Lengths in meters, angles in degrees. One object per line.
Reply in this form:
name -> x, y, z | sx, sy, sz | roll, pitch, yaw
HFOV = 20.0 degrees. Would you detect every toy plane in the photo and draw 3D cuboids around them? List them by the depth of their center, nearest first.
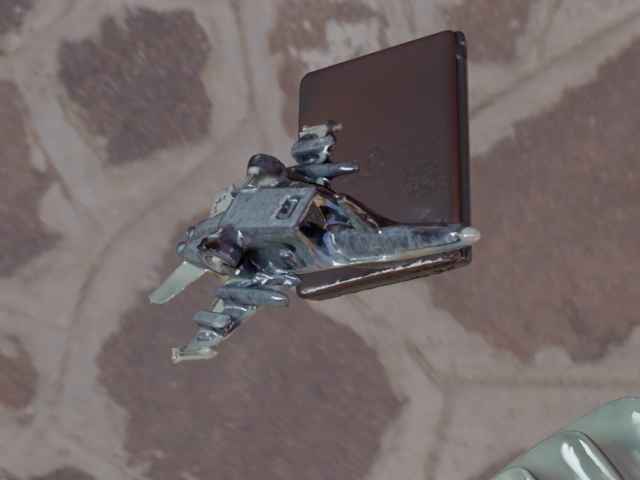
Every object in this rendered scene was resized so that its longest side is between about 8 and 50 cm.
toy plane -> -0.007, -0.007, 1.120 | 0.262, 0.088, 0.192 | -13, 43, 53

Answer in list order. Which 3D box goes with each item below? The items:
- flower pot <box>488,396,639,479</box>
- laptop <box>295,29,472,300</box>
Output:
flower pot -> 0.186, 0.295, 1.525 | 0.254, 0.367, 0.164 | -29, 64, -22
laptop -> 0.048, -0.058, 1.428 | 0.154, 0.026, 0.207 | -15, 59, 29
